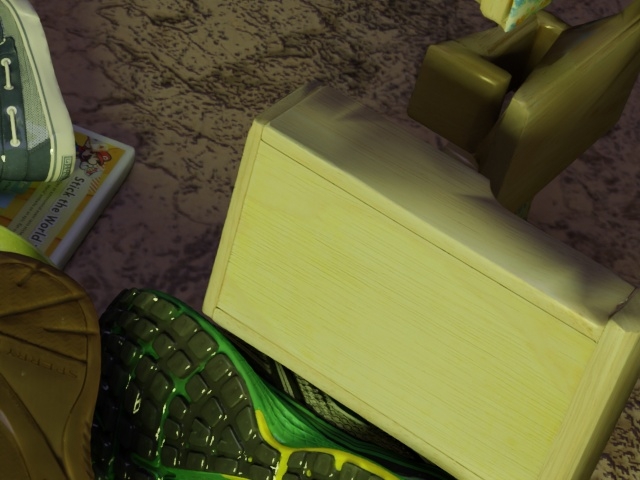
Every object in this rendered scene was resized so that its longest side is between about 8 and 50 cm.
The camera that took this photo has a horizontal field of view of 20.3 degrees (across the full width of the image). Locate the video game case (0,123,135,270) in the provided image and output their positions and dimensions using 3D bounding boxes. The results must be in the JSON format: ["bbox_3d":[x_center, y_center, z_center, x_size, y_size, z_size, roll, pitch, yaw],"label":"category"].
[{"bbox_3d":[-0.273,-0.035,1.315,0.206,0.026,0.227,21,40,6],"label":"video game case"}]

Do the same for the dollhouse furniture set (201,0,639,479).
[{"bbox_3d":[0.152,-0.033,1.174,0.256,0.362,0.394,32,40,18],"label":"dollhouse furniture set"}]

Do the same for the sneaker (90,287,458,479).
[{"bbox_3d":[-0.025,0.148,1.140,0.343,0.134,0.146,36,14,29],"label":"sneaker"}]

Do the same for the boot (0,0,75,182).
[{"bbox_3d":[-0.248,-0.119,1.343,0.086,0.069,0.190,-4,46,-26],"label":"boot"}]

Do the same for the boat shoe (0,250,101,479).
[{"bbox_3d":[-0.198,0.158,0.998,0.123,0.123,0.342,23,37,-23],"label":"boat shoe"}]

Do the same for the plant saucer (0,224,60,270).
[{"bbox_3d":[-0.271,0.079,1.159,0.241,0.037,0.241,5,50,-6],"label":"plant saucer"}]
